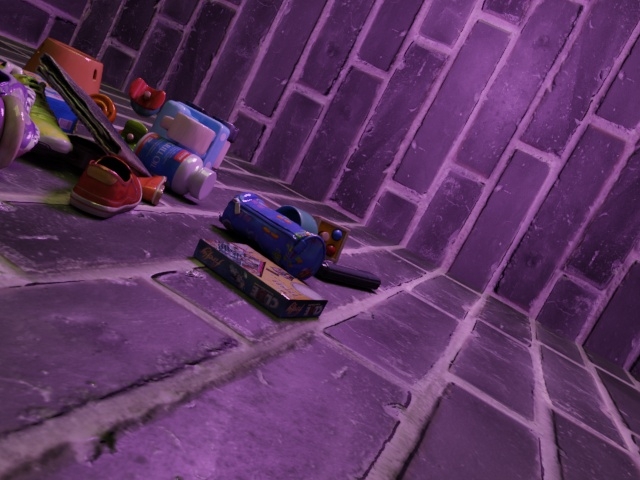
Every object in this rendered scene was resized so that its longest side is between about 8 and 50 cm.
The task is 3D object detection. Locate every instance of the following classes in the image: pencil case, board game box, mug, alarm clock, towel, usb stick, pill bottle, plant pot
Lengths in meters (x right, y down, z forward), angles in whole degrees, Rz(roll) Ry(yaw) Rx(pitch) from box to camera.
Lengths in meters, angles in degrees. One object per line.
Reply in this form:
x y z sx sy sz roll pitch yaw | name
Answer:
-0.125 -0.021 1.602 0.306 0.119 0.133 34 -13 37 | pencil case
-0.867 -0.418 1.744 0.302 0.086 0.308 34 14 37 | board game box
-0.074 -0.008 1.737 0.129 0.158 0.097 3 -11 38 | mug
-0.577 -0.209 1.551 0.129 0.064 0.192 27 12 -4 | alarm clock
-0.122 0.077 1.304 0.243 0.042 0.165 32 10 27 | board game box
-0.548 -0.279 1.566 0.312 0.056 0.324 51 -6 6 | towel
0.072 0.094 1.782 0.077 0.045 0.278 35 12 38 | usb stick
-0.410 -0.204 1.801 0.221 0.124 0.124 28 9 8 | pill bottle
-0.895 -0.571 2.227 0.290 0.204 0.291 26 8 -4 | plant pot

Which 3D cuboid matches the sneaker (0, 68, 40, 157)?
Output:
-0.642 -0.263 1.296 0.104 0.095 0.236 68 -2 -54 | sneaker

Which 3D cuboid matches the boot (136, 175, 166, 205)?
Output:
-0.432 -0.139 1.588 0.084 0.059 0.158 20 11 -14 | boot

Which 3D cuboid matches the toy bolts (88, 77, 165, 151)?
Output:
-0.575 -0.365 1.879 0.218 0.229 0.158 34 -17 -11 | toy bolts

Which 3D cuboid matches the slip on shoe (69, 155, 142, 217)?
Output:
-0.437 -0.127 1.348 0.123 0.101 0.331 24 8 -9 | slip on shoe

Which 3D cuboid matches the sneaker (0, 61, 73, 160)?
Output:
-0.685 -0.301 1.458 0.384 0.147 0.145 33 9 32 | sneaker

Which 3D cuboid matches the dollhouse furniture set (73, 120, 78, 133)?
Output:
-0.765 -0.371 1.920 0.076 0.059 0.151 23 10 -26 | dollhouse furniture set

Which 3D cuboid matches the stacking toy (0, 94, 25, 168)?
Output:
-0.690 -0.225 1.079 0.330 0.141 0.141 13 16 -45 | stacking toy

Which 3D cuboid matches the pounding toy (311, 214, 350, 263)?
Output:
0.000 0.000 1.904 0.141 0.130 0.100 24 -3 -22 | pounding toy

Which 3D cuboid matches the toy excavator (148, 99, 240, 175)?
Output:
-0.438 -0.340 2.054 0.433 0.222 0.445 30 3 27 | toy excavator
